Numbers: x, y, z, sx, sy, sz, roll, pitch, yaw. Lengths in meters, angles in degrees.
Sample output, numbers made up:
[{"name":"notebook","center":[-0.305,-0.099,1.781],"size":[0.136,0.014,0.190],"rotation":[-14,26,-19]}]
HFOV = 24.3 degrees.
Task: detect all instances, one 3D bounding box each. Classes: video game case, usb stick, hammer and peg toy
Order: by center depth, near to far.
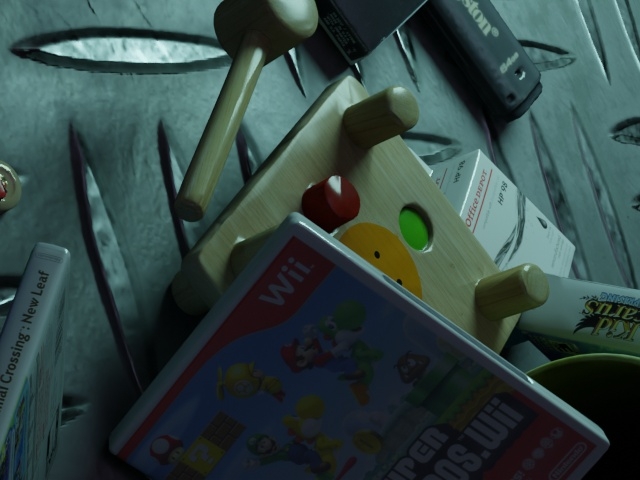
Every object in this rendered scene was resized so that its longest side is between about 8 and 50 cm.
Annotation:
[{"name":"video game case","center":[-0.176,0.138,0.814],"size":[0.023,0.212,0.193],"rotation":[14,51,-2]},{"name":"video game case","center":[0.030,0.137,1.015],"size":[0.285,0.204,0.025],"rotation":[35,12,-19]},{"name":"hammer and peg toy","center":[0.000,0.000,1.112],"size":[0.361,0.127,0.266],"rotation":[51,45,-16]},{"name":"video game case","center":[0.334,0.125,1.267],"size":[0.269,0.244,0.061],"rotation":[40,66,-47]},{"name":"usb stick","center":[0.116,-0.236,1.402],"size":[0.278,0.045,0.077],"rotation":[53,45,-16]}]

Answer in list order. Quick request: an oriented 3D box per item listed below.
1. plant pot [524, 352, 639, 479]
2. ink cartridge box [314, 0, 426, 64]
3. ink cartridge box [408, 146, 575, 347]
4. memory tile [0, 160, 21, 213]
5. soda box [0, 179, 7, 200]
[{"name":"plant pot","center":[0.277,0.246,1.214],"size":[0.293,0.275,0.275],"rotation":[20,57,-58]},{"name":"ink cartridge box","center":[0.037,-0.297,1.307],"size":[0.208,0.045,0.206],"rotation":[-47,108,-29]},{"name":"ink cartridge box","center":[0.140,-0.002,1.307],"size":[0.180,0.060,0.104],"rotation":[42,48,-25]},{"name":"memory tile","center":[-0.263,-0.057,0.949],"size":[0.148,0.012,0.113],"rotation":[52,43,-15]},{"name":"soda box","center":[-0.291,-0.116,0.876],"size":[0.092,0.083,0.263],"rotation":[-21,84,-45]}]
